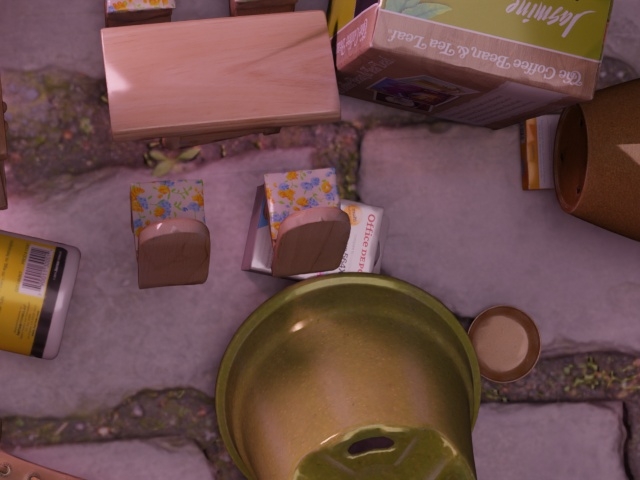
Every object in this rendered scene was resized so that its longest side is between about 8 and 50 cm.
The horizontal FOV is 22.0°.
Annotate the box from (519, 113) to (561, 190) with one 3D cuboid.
[{"bbox_3d":[0.285,-0.097,1.784,0.136,0.028,0.081,-2,89,-12],"label":"box"}]

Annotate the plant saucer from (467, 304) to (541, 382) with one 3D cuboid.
[{"bbox_3d":[0.195,0.111,1.768,0.083,0.015,0.083,0,89,-9],"label":"plant saucer"}]

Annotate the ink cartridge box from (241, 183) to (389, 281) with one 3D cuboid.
[{"bbox_3d":[0.000,0.000,1.702,0.143,0.090,0.092,11,87,-8],"label":"ink cartridge box"}]

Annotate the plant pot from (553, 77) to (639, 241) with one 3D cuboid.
[{"bbox_3d":[0.378,-0.082,1.689,0.254,0.237,0.237,2,88,-10],"label":"plant pot"}]

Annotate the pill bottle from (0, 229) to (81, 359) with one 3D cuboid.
[{"bbox_3d":[-0.350,0.041,1.629,0.208,0.119,0.119,13,86,-8],"label":"pill bottle"}]

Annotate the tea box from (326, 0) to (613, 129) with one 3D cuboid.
[{"bbox_3d":[0.146,-0.295,1.614,0.220,0.329,0.323,13,88,-9],"label":"tea box"}]

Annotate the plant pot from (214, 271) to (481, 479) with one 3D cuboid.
[{"bbox_3d":[0.042,0.200,1.580,0.276,0.254,0.276,-2,109,-5],"label":"plant pot"}]

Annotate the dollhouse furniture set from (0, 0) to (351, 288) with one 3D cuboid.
[{"bbox_3d":[-0.179,-0.162,1.541,0.394,0.256,0.362,-6,70,-8],"label":"dollhouse furniture set"}]

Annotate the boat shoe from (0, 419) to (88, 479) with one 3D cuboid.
[{"bbox_3d":[-0.360,0.212,1.630,0.341,0.122,0.110,32,79,-17],"label":"boat shoe"}]
